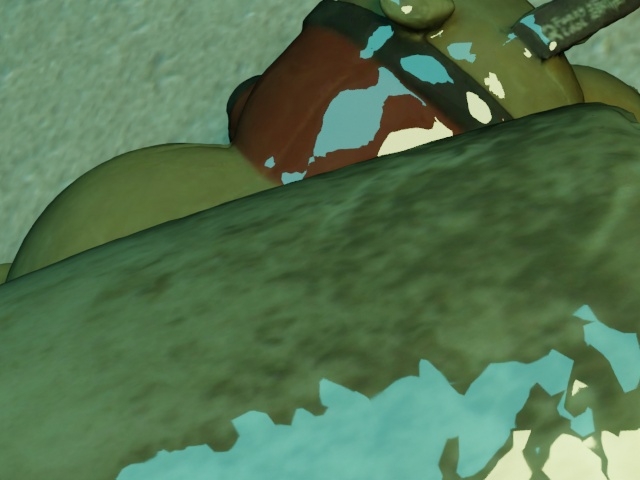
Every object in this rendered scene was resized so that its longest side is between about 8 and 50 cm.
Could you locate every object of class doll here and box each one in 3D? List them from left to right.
[{"bbox_3d":[0.000,0.000,0.798,0.330,0.174,0.235,-45,62,-9],"label":"doll"}]

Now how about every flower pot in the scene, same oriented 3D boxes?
[{"bbox_3d":[-0.007,0.116,0.573,0.330,0.293,0.293,-28,49,8],"label":"flower pot"}]
